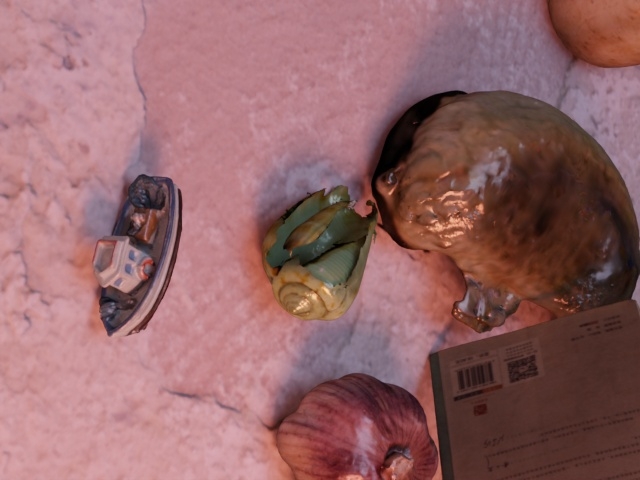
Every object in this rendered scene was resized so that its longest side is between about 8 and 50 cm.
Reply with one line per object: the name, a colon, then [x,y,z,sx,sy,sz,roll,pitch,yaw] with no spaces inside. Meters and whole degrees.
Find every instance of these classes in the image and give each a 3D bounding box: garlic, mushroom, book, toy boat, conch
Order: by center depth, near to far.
toy boat: [-0.151,0.011,1.347,0.066,0.059,0.140,30,67,-51]
garlic: [0.042,0.191,1.480,0.159,0.102,0.147,50,55,-28]
conch: [0.000,0.000,1.486,0.106,0.079,0.170,61,36,-27]
book: [0.206,0.177,1.490,0.282,0.215,0.025,-91,161,-48]
mushroom: [0.203,-0.016,1.633,0.344,0.130,0.247,41,56,-32]
mushroom: [0.372,-0.299,1.777,0.254,0.189,0.195,-37,113,-42]
